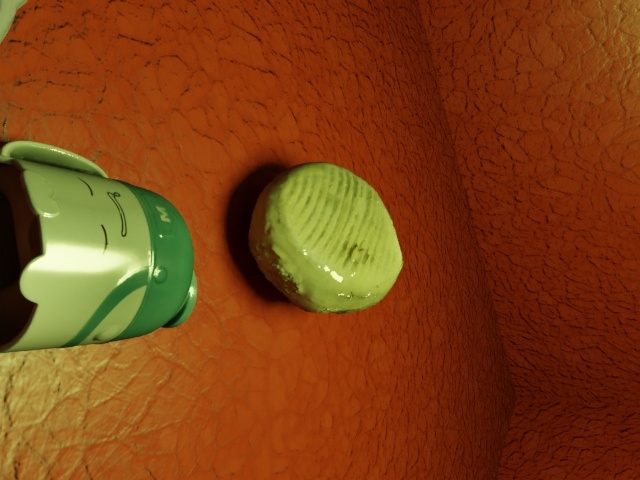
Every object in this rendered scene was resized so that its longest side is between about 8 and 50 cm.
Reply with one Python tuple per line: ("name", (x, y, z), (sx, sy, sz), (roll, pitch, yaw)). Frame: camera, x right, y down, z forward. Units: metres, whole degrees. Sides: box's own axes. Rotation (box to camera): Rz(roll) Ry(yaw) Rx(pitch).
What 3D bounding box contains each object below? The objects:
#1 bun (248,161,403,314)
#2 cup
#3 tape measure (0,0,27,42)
("bun", (0.000, 0.000, 1.156), (0.362, 0.234, 0.326), (14, 67, -39))
("cup", (-0.317, -0.003, 0.698), (0.257, 0.219, 0.289), (9, 46, -57))
("tape measure", (-0.449, -0.292, 0.625), (0.178, 0.105, 0.196), (52, 46, -49))
